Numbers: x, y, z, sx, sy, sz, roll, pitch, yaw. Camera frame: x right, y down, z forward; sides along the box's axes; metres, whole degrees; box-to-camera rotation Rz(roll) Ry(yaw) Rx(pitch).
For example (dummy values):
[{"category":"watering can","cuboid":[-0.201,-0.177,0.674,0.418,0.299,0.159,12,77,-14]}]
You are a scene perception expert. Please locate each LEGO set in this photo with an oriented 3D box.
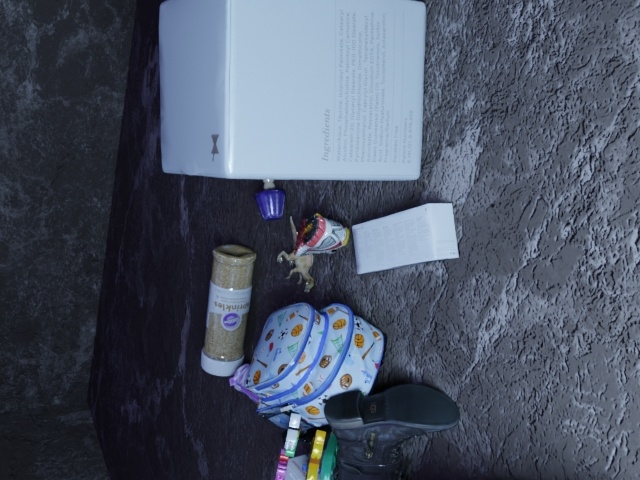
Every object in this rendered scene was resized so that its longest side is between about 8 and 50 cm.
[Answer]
[{"category":"LEGO set","cuboid":[-0.037,0.437,1.367,0.227,0.087,0.093,102,179,-51]}]

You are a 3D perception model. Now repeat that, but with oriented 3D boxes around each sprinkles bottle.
[{"category":"sprinkles bottle","cuboid":[-0.256,0.193,1.918,0.121,0.121,0.356,34,121,53]}]

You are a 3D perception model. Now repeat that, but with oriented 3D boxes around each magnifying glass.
[{"category":"magnifying glass","cuboid":[0.027,0.425,1.435,0.231,0.026,0.092,-74,-19,-49]}]

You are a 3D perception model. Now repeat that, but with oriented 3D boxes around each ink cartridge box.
[{"category":"ink cartridge box","cuboid":[0.000,0.506,1.497,0.099,0.135,0.056,29,119,56]}]

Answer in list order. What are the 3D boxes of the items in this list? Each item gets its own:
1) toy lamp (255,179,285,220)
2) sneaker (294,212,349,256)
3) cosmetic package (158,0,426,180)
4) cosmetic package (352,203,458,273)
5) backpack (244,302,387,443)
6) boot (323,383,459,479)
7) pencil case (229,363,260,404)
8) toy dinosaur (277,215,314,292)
[{"category":"toy lamp","cuboid":[-0.135,-0.186,1.729,0.080,0.080,0.275,-24,72,57]},{"category":"sneaker","cuboid":[0.000,0.000,1.510,0.225,0.092,0.088,169,116,-76]},{"category":"cosmetic package","cuboid":[-0.058,-0.277,1.285,0.329,0.393,0.328,12,103,58]},{"category":"cosmetic package","cuboid":[0.151,0.000,1.279,0.239,0.060,0.099,-15,82,58]},{"category":"backpack","cuboid":[-0.005,0.243,1.390,0.263,0.213,0.277,-19,46,41]},{"category":"boot","cuboid":[0.134,0.377,1.282,0.091,0.262,0.229,-71,-27,-52]},{"category":"pencil case","cuboid":[-0.158,0.383,1.802,0.206,0.088,0.086,11,104,58]},{"category":"toy dinosaur","cuboid":[-0.054,0.038,1.654,0.092,0.053,0.183,-22,80,42]}]
